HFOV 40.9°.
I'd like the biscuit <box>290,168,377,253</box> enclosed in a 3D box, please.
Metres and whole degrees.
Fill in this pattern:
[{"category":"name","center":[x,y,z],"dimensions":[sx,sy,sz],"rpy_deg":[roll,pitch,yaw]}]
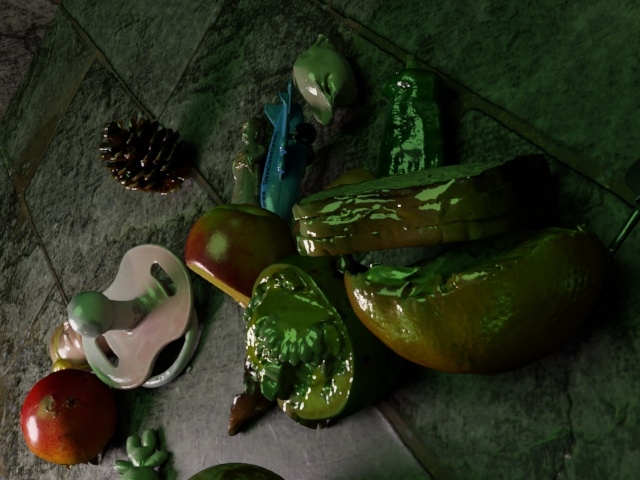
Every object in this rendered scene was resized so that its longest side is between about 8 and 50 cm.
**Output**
[{"category":"biscuit","center":[-0.001,-0.003,1.533],"dimensions":[0.154,0.045,0.299],"rpy_deg":[40,105,51]}]

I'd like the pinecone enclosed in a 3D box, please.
[{"category":"pinecone","center":[-0.406,-0.193,1.955],"dimensions":[0.185,0.212,0.169],"rpy_deg":[-7,68,37]}]

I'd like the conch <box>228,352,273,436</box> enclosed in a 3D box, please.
[{"category":"conch","center":[-0.109,0.263,1.517],"dimensions":[0.080,0.086,0.233],"rpy_deg":[19,104,12]}]

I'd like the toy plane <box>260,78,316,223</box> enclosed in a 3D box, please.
[{"category":"toy plane","center":[-0.059,-0.147,1.561],"dimensions":[0.254,0.105,0.271],"rpy_deg":[94,173,-65]}]

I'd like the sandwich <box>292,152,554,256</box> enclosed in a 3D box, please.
[{"category":"sandwich","center":[0.141,-0.046,1.164],"dimensions":[0.301,0.271,0.099],"rpy_deg":[-5,101,34]}]

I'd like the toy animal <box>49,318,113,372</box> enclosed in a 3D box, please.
[{"category":"toy animal","center":[-0.541,0.229,1.980],"dimensions":[0.248,0.149,0.165],"rpy_deg":[-32,60,28]}]

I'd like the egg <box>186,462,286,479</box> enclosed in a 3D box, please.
[{"category":"egg","center":[-0.113,0.469,1.304],"dimensions":[0.289,0.238,0.238],"rpy_deg":[19,89,34]}]

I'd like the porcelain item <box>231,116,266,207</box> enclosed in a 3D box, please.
[{"category":"porcelain item","center":[-0.146,-0.159,1.762],"dimensions":[0.084,0.054,0.213],"rpy_deg":[-19,59,42]}]

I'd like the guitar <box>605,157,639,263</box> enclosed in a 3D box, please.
[{"category":"guitar","center":[0.409,-0.054,1.093],"dimensions":[0.233,0.025,0.088],"rpy_deg":[-58,41,13]}]

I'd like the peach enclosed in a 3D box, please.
[{"category":"peach","center":[-0.133,0.037,1.439],"dimensions":[0.190,0.190,0.192],"rpy_deg":[14,105,51]}]

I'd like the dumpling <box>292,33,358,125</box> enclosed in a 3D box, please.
[{"category":"dumpling","center":[0.009,-0.290,1.596],"dimensions":[0.118,0.136,0.199],"rpy_deg":[-5,58,4]}]

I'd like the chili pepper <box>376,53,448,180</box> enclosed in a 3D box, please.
[{"category":"chili pepper","center":[0.149,-0.174,1.390],"dimensions":[0.136,0.099,0.271],"rpy_deg":[-14,67,55]}]

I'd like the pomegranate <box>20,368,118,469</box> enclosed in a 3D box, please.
[{"category":"pomegranate","center":[-0.542,0.392,1.870],"dimensions":[0.210,0.210,0.235],"rpy_deg":[46,152,48]}]

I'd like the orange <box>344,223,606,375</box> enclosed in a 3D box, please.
[{"category":"orange","center":[0.192,0.072,1.104],"dimensions":[0.334,0.262,0.196],"rpy_deg":[0,87,38]}]

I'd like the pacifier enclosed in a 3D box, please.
[{"category":"pacifier","center":[-0.399,0.159,1.788],"dimensions":[0.332,0.273,0.220],"rpy_deg":[-49,28,17]}]

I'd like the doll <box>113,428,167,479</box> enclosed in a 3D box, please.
[{"category":"doll","center":[-0.359,0.454,1.735],"dimensions":[0.115,0.078,0.150],"rpy_deg":[-11,46,5]}]

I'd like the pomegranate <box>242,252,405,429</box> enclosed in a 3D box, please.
[{"category":"pomegranate","center":[-0.001,0.167,1.323],"dimensions":[0.341,0.260,0.260],"rpy_deg":[105,152,-42]}]
